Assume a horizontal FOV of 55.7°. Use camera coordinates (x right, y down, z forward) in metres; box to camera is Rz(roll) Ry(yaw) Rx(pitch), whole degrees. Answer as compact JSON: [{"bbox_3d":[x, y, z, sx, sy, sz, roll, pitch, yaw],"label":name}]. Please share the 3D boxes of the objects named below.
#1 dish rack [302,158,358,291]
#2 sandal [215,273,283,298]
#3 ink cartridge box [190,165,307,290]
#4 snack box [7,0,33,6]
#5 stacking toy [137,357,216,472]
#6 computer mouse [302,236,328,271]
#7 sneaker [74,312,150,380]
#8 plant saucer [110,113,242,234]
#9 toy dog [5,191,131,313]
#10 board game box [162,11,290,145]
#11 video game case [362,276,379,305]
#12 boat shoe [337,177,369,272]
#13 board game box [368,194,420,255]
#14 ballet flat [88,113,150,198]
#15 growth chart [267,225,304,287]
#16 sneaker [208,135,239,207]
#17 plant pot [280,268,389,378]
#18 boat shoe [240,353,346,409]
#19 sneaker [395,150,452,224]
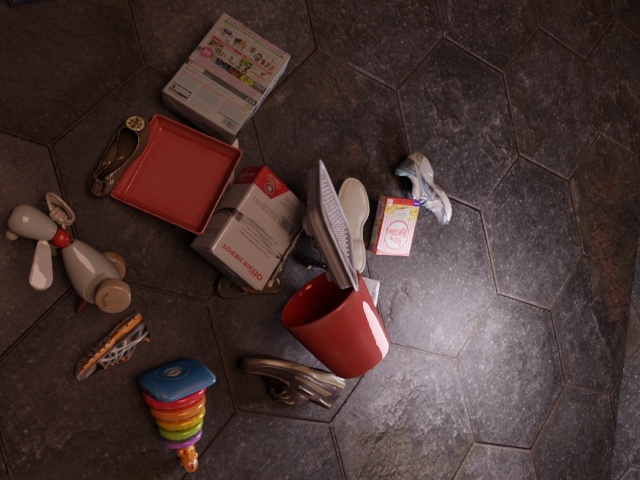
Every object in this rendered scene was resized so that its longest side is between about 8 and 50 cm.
[{"bbox_3d":[0.021,-0.038,1.657,0.333,0.072,0.285,-91,159,-56],"label":"dish rack"},{"bbox_3d":[-0.195,0.126,1.744,0.219,0.060,0.090,6,85,-33],"label":"sandal"},{"bbox_3d":[-0.183,-0.031,1.613,0.197,0.114,0.273,45,65,-33],"label":"ink cartridge box"},{"bbox_3d":[-0.700,-0.687,1.441,0.174,0.070,0.207,-31,103,-30],"label":"snack box"},{"bbox_3d":[-0.365,0.478,1.586,0.165,0.175,0.302,-17,111,-38],"label":"stacking toy"},{"bbox_3d":[0.000,0.000,1.890,0.106,0.042,0.193,8,89,-28],"label":"computer mouse"},{"bbox_3d":[-0.516,0.277,1.518,0.215,0.084,0.083,-43,115,-28],"label":"sneaker"},{"bbox_3d":[-0.373,-0.170,1.594,0.258,0.048,0.259,24,74,0],"label":"plant saucer"},{"bbox_3d":[-0.602,0.062,1.426,0.161,0.220,0.334,-41,104,6],"label":"toy dog"},{"bbox_3d":[-0.256,-0.440,1.661,0.224,0.097,0.303,33,70,-4],"label":"board game box"},{"bbox_3d":[0.101,0.212,1.957,0.183,0.023,0.201,16,81,-32],"label":"video game case"},{"bbox_3d":[0.082,-0.040,1.908,0.116,0.099,0.319,8,71,-23],"label":"boat shoe"},{"bbox_3d":[0.247,-0.049,2.020,0.147,0.045,0.193,3,103,-33],"label":"board game box"},{"bbox_3d":[-0.513,-0.220,1.538,0.084,0.058,0.250,26,74,7],"label":"ballet flat"},{"bbox_3d":[-0.085,0.027,1.695,0.021,0.172,0.237,32,113,-3],"label":"growth chart"},{"bbox_3d":[-0.287,-0.164,1.685,0.108,0.100,0.271,2,82,-21],"label":"sneaker"},{"bbox_3d":[0.060,0.248,1.760,0.275,0.275,0.243,-45,112,-26],"label":"plant pot"},{"bbox_3d":[-0.077,0.422,1.768,0.355,0.132,0.130,22,76,-29],"label":"boat shoe"},{"bbox_3d":[0.350,-0.164,2.104,0.122,0.110,0.283,-35,105,-10],"label":"sneaker"}]
